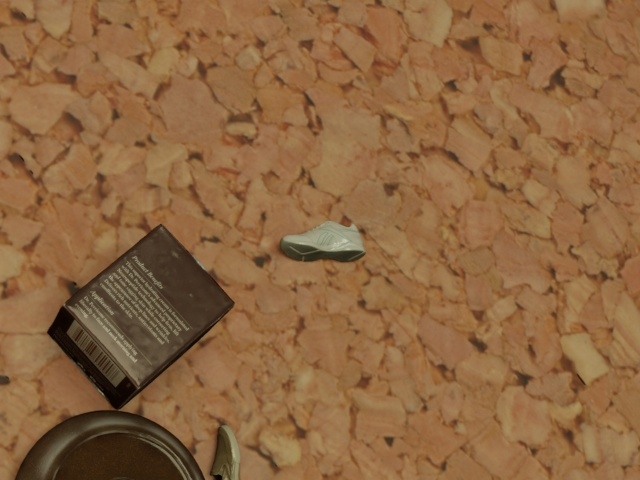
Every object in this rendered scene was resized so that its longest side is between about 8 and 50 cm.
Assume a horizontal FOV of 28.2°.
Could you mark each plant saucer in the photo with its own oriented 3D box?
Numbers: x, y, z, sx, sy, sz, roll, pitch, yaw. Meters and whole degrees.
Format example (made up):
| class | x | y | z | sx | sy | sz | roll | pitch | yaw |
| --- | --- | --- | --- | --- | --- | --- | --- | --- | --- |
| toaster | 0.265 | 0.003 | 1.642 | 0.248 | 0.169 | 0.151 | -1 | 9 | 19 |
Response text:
| class | x | y | z | sx | sy | sz | roll | pitch | yaw |
| --- | --- | --- | --- | --- | --- | --- | --- | --- | --- |
| plant saucer | -0.292 | 0.391 | 1.849 | 0.310 | 0.050 | 0.311 | 12 | 62 | -24 |

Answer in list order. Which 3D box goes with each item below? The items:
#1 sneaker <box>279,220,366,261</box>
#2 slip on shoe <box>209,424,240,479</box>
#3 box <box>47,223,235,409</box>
| class | x | y | z | sx | sy | sz | roll | pitch | yaw |
| --- | --- | --- | --- | --- | --- | --- | --- | --- | --- |
| sneaker | 0.000 | 0.000 | 2.123 | 0.152 | 0.054 | 0.061 | 3 | 62 | -26 |
| slip on shoe | -0.148 | 0.351 | 1.944 | 0.041 | 0.051 | 0.135 | -3 | 81 | -24 |
| box | -0.272 | 0.117 | 1.912 | 0.203 | 0.167 | 0.168 | -41 | 88 | -27 |
